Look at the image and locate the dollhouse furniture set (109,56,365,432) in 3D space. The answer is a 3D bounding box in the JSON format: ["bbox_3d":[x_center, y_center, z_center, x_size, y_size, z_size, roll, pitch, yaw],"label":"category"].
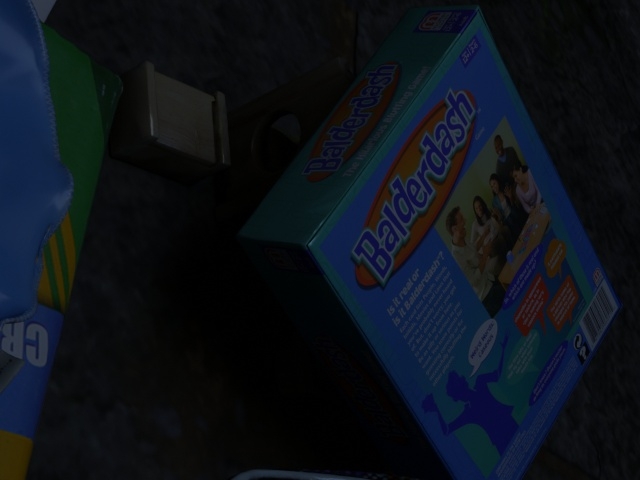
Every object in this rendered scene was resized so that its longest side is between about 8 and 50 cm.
[{"bbox_3d":[0.000,0.000,0.744,0.182,0.101,0.161,19,56,-48],"label":"dollhouse furniture set"}]

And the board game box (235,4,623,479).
[{"bbox_3d":[0.063,0.016,0.738,0.160,0.047,0.210,-53,130,-29],"label":"board game box"}]

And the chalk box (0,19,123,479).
[{"bbox_3d":[-0.194,0.051,0.381,0.180,0.179,0.289,37,44,-36],"label":"chalk box"}]

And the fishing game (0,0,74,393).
[{"bbox_3d":[-0.127,-0.043,0.337,0.189,0.041,0.264,50,39,-16],"label":"fishing game"}]

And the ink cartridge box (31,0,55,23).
[{"bbox_3d":[-0.197,-0.152,0.613,0.207,0.046,0.097,46,38,-27],"label":"ink cartridge box"}]

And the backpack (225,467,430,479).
[{"bbox_3d":[0.074,0.194,0.440,0.253,0.191,0.225,6,43,-14],"label":"backpack"}]
